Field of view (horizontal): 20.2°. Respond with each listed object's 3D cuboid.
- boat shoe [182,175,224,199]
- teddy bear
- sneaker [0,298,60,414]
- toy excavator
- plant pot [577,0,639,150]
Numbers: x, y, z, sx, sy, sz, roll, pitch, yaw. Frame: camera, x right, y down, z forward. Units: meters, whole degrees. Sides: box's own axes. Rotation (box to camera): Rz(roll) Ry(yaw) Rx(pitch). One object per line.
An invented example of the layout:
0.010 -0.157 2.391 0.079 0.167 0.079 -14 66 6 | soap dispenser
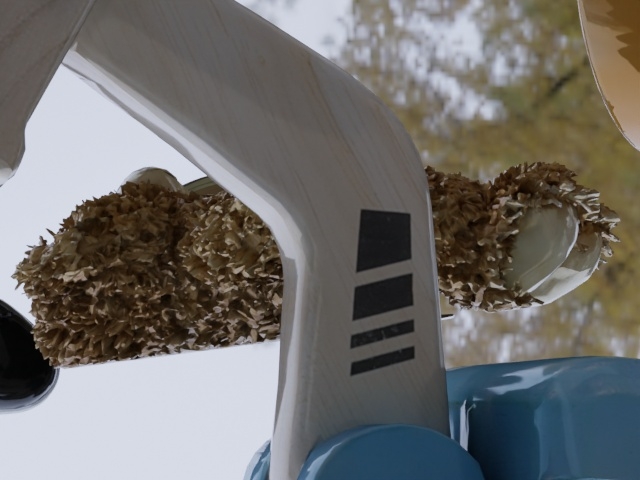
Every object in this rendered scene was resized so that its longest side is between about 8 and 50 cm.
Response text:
-0.056 -0.015 1.230 0.050 0.135 0.045 -33 -110 30 | boat shoe
0.000 0.000 1.013 0.338 0.245 0.113 -9 -96 32 | teddy bear
-0.256 0.039 1.088 0.217 0.121 0.079 29 -104 -7 | sneaker
0.040 0.091 0.738 0.433 0.222 0.445 4 -99 -18 | toy excavator
0.249 -0.143 0.868 0.188 0.205 0.205 0 -130 32 | plant pot
